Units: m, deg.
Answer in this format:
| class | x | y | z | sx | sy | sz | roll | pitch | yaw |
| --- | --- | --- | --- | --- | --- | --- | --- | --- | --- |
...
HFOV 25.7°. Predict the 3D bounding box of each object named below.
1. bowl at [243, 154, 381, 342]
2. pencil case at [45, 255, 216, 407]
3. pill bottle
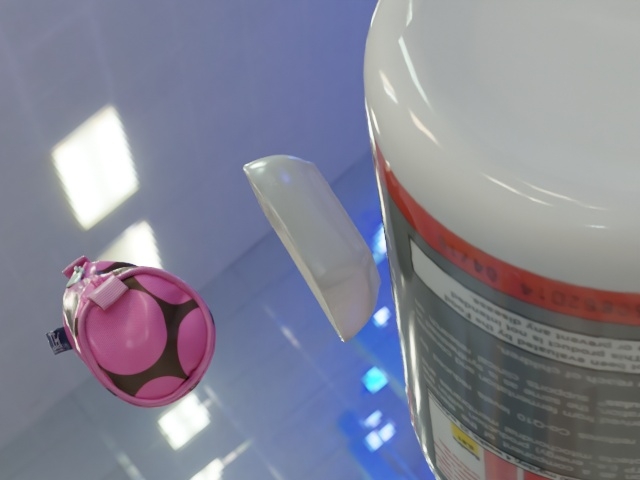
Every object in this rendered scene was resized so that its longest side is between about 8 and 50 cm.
| class | x | y | z | sx | sy | sz | roll | pitch | yaw |
| --- | --- | --- | --- | --- | --- | --- | --- | --- | --- |
| bowl | 0.000 | 0.000 | 1.107 | 0.053 | 0.142 | 0.142 | -32 | -21 | -2 |
| pencil case | -0.129 | 0.055 | 0.936 | 0.095 | 0.098 | 0.209 | -32 | 7 | -13 |
| pill bottle | 0.138 | 0.028 | 0.642 | 0.210 | 0.210 | 0.363 | -36 | -34 | -18 |
